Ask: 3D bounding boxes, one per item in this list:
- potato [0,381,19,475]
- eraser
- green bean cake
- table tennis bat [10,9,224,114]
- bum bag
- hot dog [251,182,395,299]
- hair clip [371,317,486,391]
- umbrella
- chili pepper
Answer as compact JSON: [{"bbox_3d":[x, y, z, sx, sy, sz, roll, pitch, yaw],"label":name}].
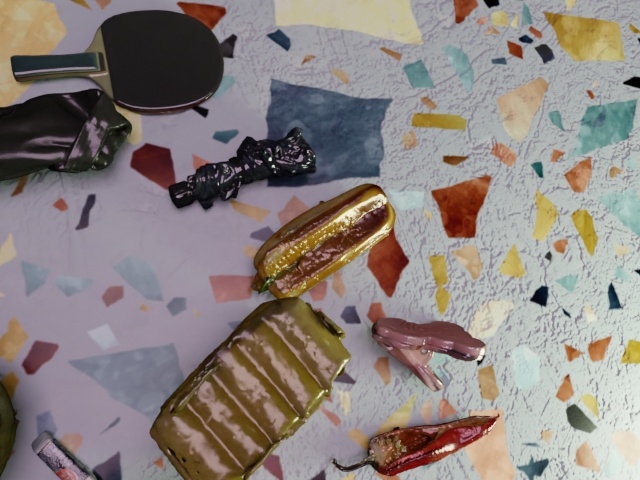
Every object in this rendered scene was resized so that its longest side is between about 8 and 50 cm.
[{"bbox_3d":[-0.488,0.205,0.536,0.307,0.173,0.210,24,77,-10],"label":"potato"},{"bbox_3d":[-0.324,0.285,0.638,0.099,0.019,0.027,45,72,-2],"label":"eraser"},{"bbox_3d":[-0.086,0.178,0.613,0.230,0.224,0.131,-42,87,-20],"label":"green bean cake"},{"bbox_3d":[-0.297,-0.268,0.760,0.301,0.022,0.173,-11,82,-17],"label":"table tennis bat"},{"bbox_3d":[-0.422,-0.125,0.676,0.326,0.079,0.142,-11,74,-12],"label":"bum bag"},{"bbox_3d":[0.000,0.000,0.752,0.250,0.076,0.104,-35,107,-14],"label":"hot dog"},{"bbox_3d":[0.153,0.142,0.739,0.138,0.123,0.102,41,93,-7],"label":"hair clip"},{"bbox_3d":[-0.118,-0.109,0.748,0.224,0.071,0.080,-23,56,-12],"label":"umbrella"},{"bbox_3d":[0.146,0.300,0.735,0.268,0.059,0.050,-9,119,-18],"label":"chili pepper"}]
